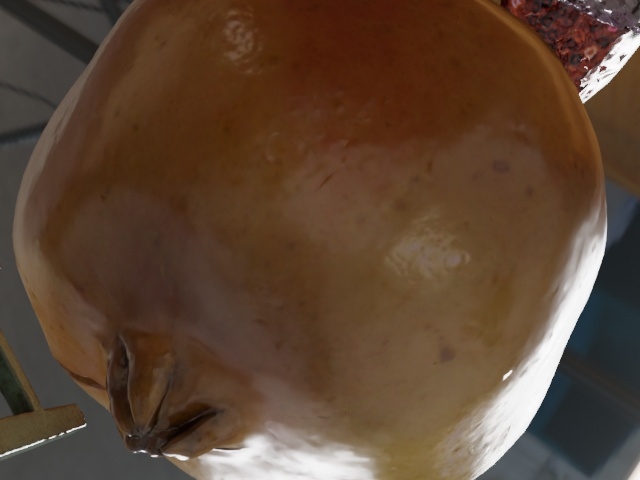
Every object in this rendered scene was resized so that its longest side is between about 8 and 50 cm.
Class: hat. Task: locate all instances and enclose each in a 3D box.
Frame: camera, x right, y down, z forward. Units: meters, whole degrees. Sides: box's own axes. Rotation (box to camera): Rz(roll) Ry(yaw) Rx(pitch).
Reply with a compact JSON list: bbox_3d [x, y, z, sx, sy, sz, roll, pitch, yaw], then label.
[{"bbox_3d":[0.137,-0.099,0.850,0.140,0.129,0.227,-3,120,-49],"label":"hat"}]

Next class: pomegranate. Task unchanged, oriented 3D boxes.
[{"bbox_3d":[0.002,-0.005,0.527,0.209,0.209,0.209,-46,156,-27],"label":"pomegranate"}]

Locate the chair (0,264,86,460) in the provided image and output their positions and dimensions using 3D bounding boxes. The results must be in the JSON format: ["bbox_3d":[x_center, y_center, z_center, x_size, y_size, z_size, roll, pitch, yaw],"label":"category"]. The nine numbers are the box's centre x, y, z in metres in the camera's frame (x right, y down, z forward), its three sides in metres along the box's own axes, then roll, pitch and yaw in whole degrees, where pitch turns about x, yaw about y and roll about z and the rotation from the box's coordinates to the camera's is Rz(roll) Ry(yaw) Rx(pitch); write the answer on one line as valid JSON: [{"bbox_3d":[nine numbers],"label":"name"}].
[{"bbox_3d":[-0.271,0.101,0.864,0.136,0.147,0.270,-31,175,15],"label":"chair"}]
